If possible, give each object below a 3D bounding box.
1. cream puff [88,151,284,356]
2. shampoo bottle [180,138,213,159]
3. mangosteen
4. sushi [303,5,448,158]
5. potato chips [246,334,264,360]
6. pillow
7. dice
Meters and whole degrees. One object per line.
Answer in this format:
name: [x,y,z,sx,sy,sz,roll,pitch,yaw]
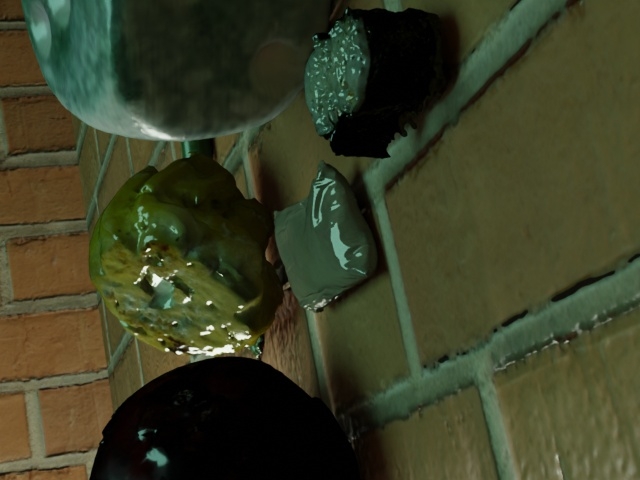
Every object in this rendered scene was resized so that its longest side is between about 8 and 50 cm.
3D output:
cream puff: [-0.200,0.015,1.804,0.291,0.324,0.257,-44,17,47]
shampoo bottle: [-0.240,-0.205,2.128,0.065,0.065,0.204,158,105,-70]
mangosteen: [-0.112,0.354,1.537,0.381,0.421,0.381,-18,59,32]
sushi: [0.061,-0.173,1.213,0.212,0.115,0.147,146,119,-70]
potato chips: [-0.141,0.123,1.992,0.207,0.028,0.092,-117,30,-42]
pillow: [0.000,0.000,1.503,0.270,0.067,0.173,136,120,-66]
dice: [-0.200,-0.351,1.490,0.328,0.330,0.348,40,134,43]
